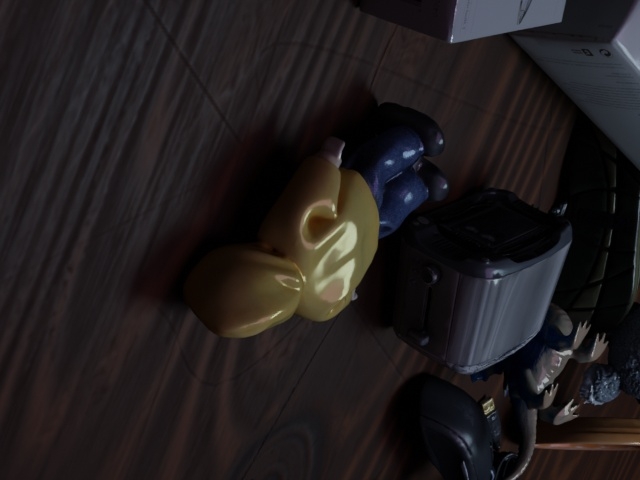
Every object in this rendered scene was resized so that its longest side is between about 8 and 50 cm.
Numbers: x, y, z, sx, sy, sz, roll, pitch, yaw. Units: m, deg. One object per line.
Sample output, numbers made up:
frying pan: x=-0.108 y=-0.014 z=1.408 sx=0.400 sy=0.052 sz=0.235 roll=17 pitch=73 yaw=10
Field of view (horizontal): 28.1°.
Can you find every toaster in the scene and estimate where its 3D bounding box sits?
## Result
toaster: x=0.171 y=0.040 z=1.355 sx=0.227 sy=0.129 sz=0.146 roll=-23 pitch=133 yaw=-46

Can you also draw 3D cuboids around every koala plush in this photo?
koala plush: x=0.430 y=0.146 z=1.614 sx=0.221 sy=0.196 sz=0.203 roll=-4 pitch=73 yaw=-64

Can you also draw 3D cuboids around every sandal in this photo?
sandal: x=0.348 y=-0.016 z=1.559 sx=0.086 sy=0.120 sz=0.302 roll=-29 pitch=134 yaw=-58

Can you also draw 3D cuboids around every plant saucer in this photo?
plant saucer: x=0.362 y=0.257 z=1.698 sx=0.200 sy=0.200 sz=0.037 roll=17 pitch=71 yaw=-55

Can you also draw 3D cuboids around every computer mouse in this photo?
computer mouse: x=0.192 y=0.237 z=1.527 sx=0.262 sy=0.060 sz=0.184 roll=65 pitch=30 yaw=-29

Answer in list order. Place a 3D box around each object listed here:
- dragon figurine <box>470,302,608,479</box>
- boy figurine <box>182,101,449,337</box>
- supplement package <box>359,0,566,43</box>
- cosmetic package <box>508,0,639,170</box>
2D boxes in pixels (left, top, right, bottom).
dragon figurine: x=0.230 y=0.142 z=1.472 sx=0.085 sy=0.144 sz=0.289 roll=28 pitch=84 yaw=-45
boy figurine: x=0.000 y=0.000 z=1.137 sx=0.285 sy=0.092 sz=0.177 roll=-41 pitch=140 yaw=-27
supplement package: x=0.136 y=-0.247 z=1.136 sx=0.179 sy=0.105 sz=0.105 roll=-19 pitch=126 yaw=-45
cosmetic package: x=0.392 y=-0.190 z=1.366 sx=0.365 sy=0.155 sz=0.197 roll=39 pitch=77 yaw=-37
